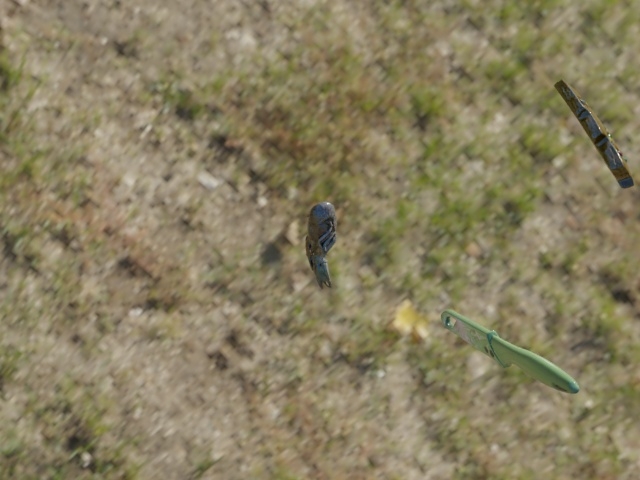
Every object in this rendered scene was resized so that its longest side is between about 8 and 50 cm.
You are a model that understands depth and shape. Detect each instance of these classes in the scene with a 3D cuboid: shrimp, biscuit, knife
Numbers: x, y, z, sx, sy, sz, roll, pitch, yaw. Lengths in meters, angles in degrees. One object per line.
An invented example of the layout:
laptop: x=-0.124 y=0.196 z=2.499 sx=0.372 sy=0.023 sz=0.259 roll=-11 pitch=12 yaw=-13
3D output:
shrimp: x=-0.001 y=0.000 z=1.461 sx=0.029 sy=0.092 sz=0.038 roll=-8 pitch=30 yaw=-19
biscuit: x=0.197 y=-0.077 z=1.129 sx=0.092 sy=0.016 sz=0.082 roll=58 pitch=10 yaw=-1
knife: x=0.145 y=0.088 z=1.237 sx=0.014 sy=0.207 sz=0.030 roll=-29 pitch=113 yaw=-15
